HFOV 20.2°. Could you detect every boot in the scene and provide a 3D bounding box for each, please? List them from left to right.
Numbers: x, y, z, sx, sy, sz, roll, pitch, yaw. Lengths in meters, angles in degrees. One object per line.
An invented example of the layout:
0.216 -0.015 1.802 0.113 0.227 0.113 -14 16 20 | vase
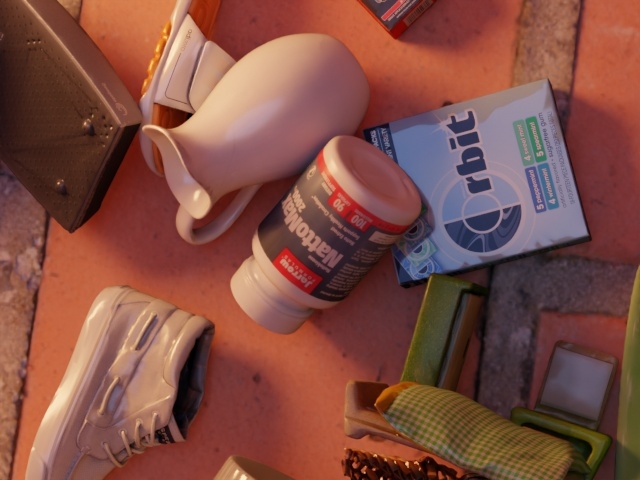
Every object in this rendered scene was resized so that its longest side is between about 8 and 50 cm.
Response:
-0.189 0.177 1.714 0.123 0.095 0.258 17 86 20 | boot

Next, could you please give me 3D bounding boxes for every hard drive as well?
-0.276 -0.151 1.750 0.255 0.054 0.172 49 133 20 | hard drive

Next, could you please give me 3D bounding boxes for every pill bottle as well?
0.000 0.000 1.675 0.108 0.108 0.180 47 116 13 | pill bottle

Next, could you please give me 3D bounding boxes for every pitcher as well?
-0.058 -0.093 1.708 0.207 0.178 0.125 -34 63 -21 | pitcher

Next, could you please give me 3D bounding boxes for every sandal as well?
-0.107 -0.188 1.741 0.076 0.102 0.265 14 84 16 | sandal

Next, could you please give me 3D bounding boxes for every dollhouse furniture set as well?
0.154 0.121 1.546 0.197 0.301 0.151 17 89 15 | dollhouse furniture set

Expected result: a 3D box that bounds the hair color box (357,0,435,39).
0.048 -0.271 1.749 0.072 0.043 0.141 -44 76 4 | hair color box

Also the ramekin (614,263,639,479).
0.335 0.171 1.513 0.148 0.303 0.303 4 84 5 | ramekin

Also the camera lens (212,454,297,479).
-0.062 0.358 1.604 0.219 0.219 0.274 29 89 13 | camera lens

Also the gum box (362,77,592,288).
0.147 -0.053 1.703 0.184 0.041 0.157 -15 81 11 | gum box

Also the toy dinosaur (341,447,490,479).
0.127 0.276 1.535 0.322 0.218 0.164 19 120 -23 | toy dinosaur
